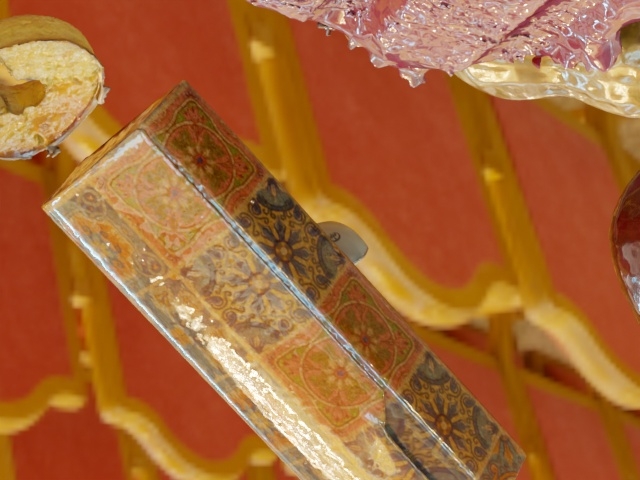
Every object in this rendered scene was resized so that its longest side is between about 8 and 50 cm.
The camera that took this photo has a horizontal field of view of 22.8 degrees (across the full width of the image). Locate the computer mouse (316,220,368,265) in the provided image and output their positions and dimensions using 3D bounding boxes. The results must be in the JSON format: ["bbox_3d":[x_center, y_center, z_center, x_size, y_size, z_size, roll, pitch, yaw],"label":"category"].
[{"bbox_3d":[0.000,0.000,1.569,0.110,0.056,0.032,22,141,54],"label":"computer mouse"}]

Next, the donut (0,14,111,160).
[{"bbox_3d":[-0.303,-0.163,1.663,0.146,0.078,0.181,3,137,-34],"label":"donut"}]

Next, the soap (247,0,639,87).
[{"bbox_3d":[0.087,-0.181,0.739,0.220,0.127,0.325,18,164,-15],"label":"soap"}]

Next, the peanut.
[{"bbox_3d":[0.162,-0.117,0.926,0.193,0.089,0.089,15,163,21],"label":"peanut"}]

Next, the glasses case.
[{"bbox_3d":[-0.015,0.040,0.669,0.218,0.049,0.075,48,133,-11],"label":"glasses case"}]

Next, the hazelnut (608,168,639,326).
[{"bbox_3d":[0.364,-0.003,1.369,0.229,0.229,0.229,0,157,0],"label":"hazelnut"}]
